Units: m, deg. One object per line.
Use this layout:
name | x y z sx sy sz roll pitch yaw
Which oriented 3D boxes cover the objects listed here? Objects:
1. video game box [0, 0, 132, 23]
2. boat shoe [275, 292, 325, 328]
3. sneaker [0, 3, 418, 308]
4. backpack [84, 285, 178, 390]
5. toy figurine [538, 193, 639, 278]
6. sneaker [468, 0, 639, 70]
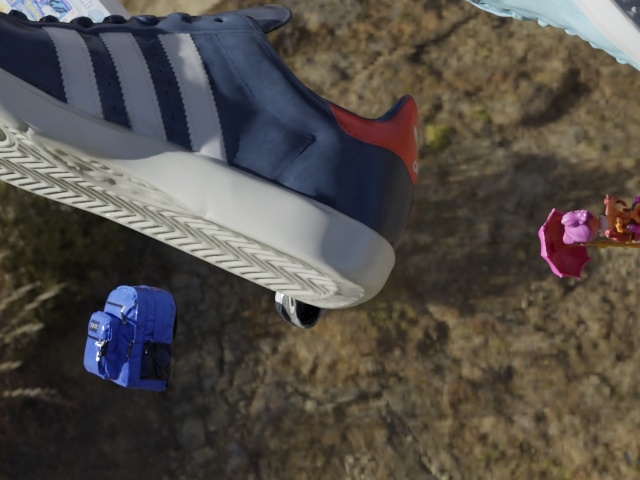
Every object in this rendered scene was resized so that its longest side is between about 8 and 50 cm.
video game box | -0.298 -0.209 1.059 0.187 0.205 0.048 -40 1 21
boat shoe | 0.000 0.000 1.392 0.078 0.219 0.070 10 0 -17
sneaker | -0.103 -0.092 0.676 0.350 0.131 0.148 25 72 -6
backpack | -0.225 0.113 1.377 0.101 0.120 0.098 12 -2 -37
toy figurine | 0.324 -0.006 1.273 0.159 0.173 0.130 -3 64 11
sneaker | 0.194 -0.235 0.955 0.366 0.150 0.135 39 67 -4
